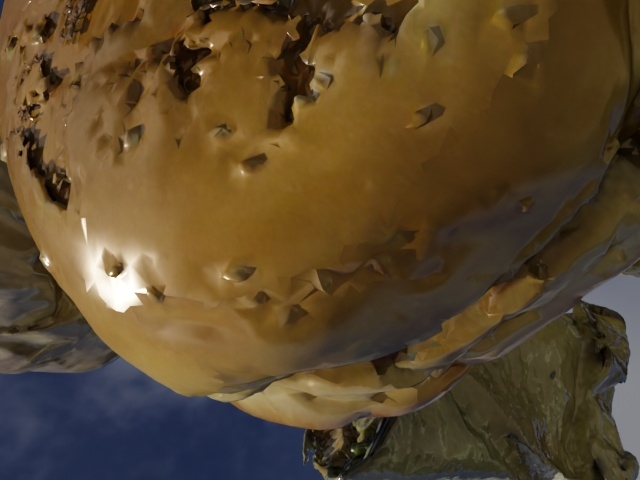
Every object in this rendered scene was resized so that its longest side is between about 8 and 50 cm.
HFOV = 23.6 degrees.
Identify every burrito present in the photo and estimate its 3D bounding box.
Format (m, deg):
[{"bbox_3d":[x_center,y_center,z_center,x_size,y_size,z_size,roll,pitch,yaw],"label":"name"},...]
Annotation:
[{"bbox_3d":[0.117,0.112,1.154,0.347,0.107,0.175,7,-121,-40],"label":"burrito"}]

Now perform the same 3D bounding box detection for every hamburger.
[{"bbox_3d":[0.008,-0.090,0.613,0.174,0.304,0.284,28,-152,-49],"label":"hamburger"}]

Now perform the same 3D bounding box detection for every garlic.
[{"bbox_3d":[-0.150,-0.014,0.840,0.228,0.228,0.152,-21,-122,-25],"label":"garlic"}]

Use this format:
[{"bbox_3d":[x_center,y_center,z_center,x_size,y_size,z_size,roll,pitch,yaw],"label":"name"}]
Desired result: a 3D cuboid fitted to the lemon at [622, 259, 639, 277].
[{"bbox_3d":[0.278,-0.091,1.245,0.267,0.267,0.267,4,-99,-23],"label":"lemon"}]
